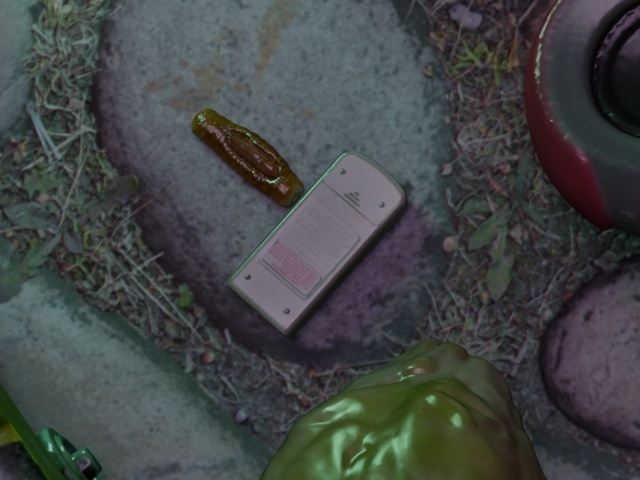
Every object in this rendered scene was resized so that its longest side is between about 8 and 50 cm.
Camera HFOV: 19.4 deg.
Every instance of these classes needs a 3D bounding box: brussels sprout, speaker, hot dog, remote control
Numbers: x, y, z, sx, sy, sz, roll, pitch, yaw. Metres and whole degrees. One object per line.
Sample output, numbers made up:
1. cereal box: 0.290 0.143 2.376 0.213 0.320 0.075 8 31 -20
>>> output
1. brussels sprout: 0.082 0.257 1.667 0.316 0.243 0.273 -46 50 -9
2. speaker: 0.327 -0.135 1.701 0.294 0.294 0.294 -2 76 8
3. hot dog: -0.073 -0.088 1.875 0.137 0.028 0.044 41 78 17
4. remote control: 0.000 0.000 1.839 0.087 0.029 0.190 40 85 15

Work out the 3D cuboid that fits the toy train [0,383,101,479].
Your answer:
1. toy train: -0.362 0.154 1.734 0.179 0.272 0.442 -36 74 -4
